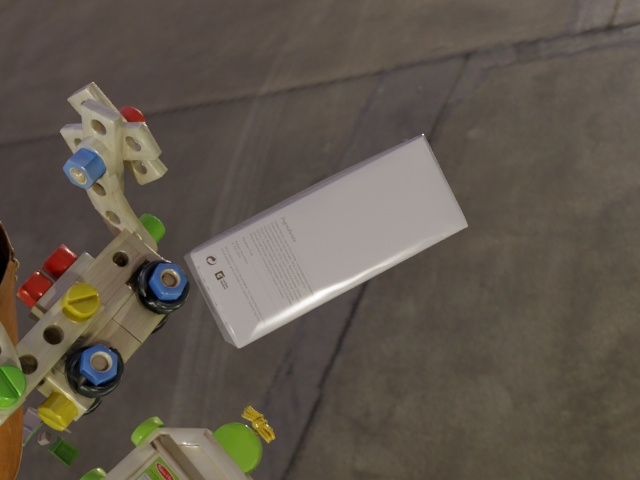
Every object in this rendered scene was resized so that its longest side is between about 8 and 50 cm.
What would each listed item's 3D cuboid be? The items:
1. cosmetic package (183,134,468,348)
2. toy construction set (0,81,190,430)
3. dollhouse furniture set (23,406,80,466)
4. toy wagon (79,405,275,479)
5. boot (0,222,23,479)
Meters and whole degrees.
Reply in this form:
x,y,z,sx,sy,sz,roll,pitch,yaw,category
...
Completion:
x,y,z,sx,sy,sz,roll,pitch,yaw,category
0.000,0.000,1.515,0.366,0.155,0.197,-26,2,-9,cosmetic package
-0.237,0.032,0.898,0.327,0.215,0.151,-52,6,-22,toy construction set
-0.536,0.386,2.061,0.152,0.058,0.076,14,61,41,dollhouse furniture set
-0.205,0.399,1.626,0.344,0.068,0.267,-42,71,-6,toy wagon
-0.402,0.134,1.244,0.104,0.211,0.295,-1,54,-21,boot
